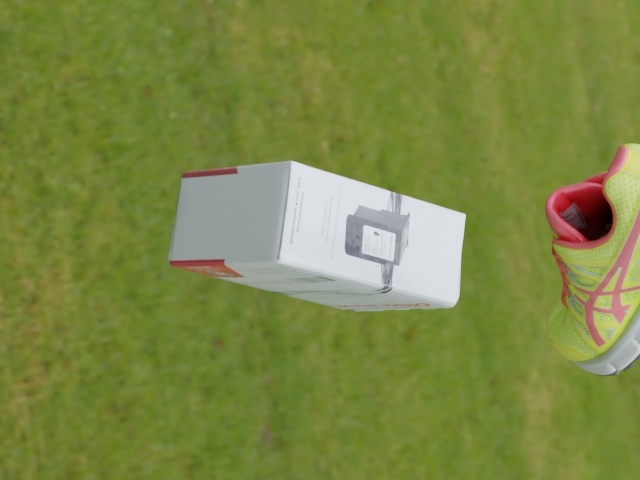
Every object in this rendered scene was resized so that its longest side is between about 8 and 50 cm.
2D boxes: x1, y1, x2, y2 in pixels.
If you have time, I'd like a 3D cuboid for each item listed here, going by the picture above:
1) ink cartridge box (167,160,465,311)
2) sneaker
[{"bbox_3d":[0.000,0.000,1.091,0.150,0.109,0.063,15,78,-40],"label":"ink cartridge box"},{"bbox_3d":[0.161,0.003,0.971,0.081,0.094,0.208,-66,-177,-30],"label":"sneaker"}]
